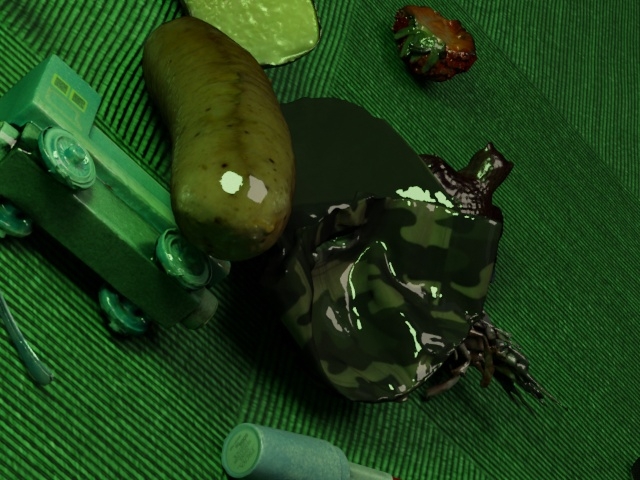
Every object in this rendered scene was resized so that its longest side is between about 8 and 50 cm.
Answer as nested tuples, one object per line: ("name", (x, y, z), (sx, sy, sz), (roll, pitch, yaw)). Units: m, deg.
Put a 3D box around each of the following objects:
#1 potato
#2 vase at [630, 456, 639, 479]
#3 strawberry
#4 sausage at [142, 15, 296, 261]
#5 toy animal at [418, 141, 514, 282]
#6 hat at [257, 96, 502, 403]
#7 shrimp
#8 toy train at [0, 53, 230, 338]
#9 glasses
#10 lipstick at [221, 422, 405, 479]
("potato", (-0.109, -0.322, 2.112), (0.111, 0.160, 0.272), (111, -44, -73))
("vase", (0.537, 0.377, 2.431), (0.211, 0.060, 0.060), (34, 36, -34))
("strawberry", (0.166, -0.297, 2.525), (0.140, 0.085, 0.192), (16, 25, -29))
("sausage", (-0.109, -0.130, 1.768), (0.123, 0.136, 0.501), (56, 7, -30))
("toy animal", (0.195, -0.041, 2.224), (0.218, 0.179, 0.116), (40, 7, -24))
("hat", (0.000, 0.000, 1.965), (0.366, 0.257, 0.381), (-4, 27, -40))
("shrimp", (0.168, 0.119, 2.085), (0.343, 0.116, 0.145), (42, 32, -11))
("toy train", (-0.216, -0.038, 1.676), (0.298, 0.120, 0.194), (43, 27, -22))
("glasses", (-0.313, 0.061, 1.459), (0.220, 0.088, 0.190), (50, 30, -11))
("lipstick", (0.010, 0.252, 1.774), (0.274, 0.061, 0.068), (24, 41, -44))
